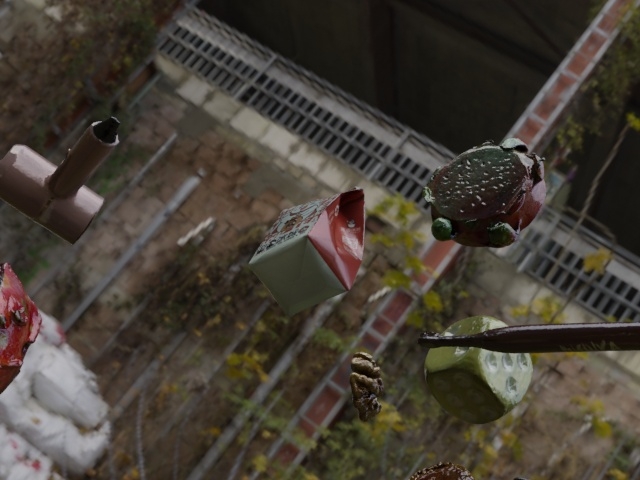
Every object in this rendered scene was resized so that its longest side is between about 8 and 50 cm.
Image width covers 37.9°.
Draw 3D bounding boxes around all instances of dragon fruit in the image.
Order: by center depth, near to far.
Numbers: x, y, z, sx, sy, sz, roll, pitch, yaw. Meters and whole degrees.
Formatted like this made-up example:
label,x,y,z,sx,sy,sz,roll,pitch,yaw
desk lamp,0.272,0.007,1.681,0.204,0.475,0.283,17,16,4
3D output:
label,x,y,z,sx,sy,sz,roll,pitch,yaw
dragon fruit,-0.466,0.127,1.360,0.126,0.161,0.274,36,0,-25
dragon fruit,0.351,-0.093,2.004,0.268,0.295,0.130,43,-10,38

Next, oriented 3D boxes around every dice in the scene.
label,x,y,z,sx,sy,sz,roll,pitch,yaw
dice,0.336,0.275,1.995,0.169,0.169,0.166,49,-41,-15

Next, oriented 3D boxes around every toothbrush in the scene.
label,x,y,z,sx,sy,sz,roll,pitch,yaw
toothbrush,0.273,0.132,1.241,0.364,0.041,0.041,-9,-47,46

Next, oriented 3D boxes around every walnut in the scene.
label,x,y,z,sx,sy,sz,roll,pitch,yaw
walnut,0.109,0.334,2.143,0.069,0.143,0.170,-3,-37,14

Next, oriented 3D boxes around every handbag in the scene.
label,x,y,z,sx,sy,sz,roll,pitch,yaw
handbag,0.000,0.000,1.866,0.171,0.298,0.151,-26,-71,31

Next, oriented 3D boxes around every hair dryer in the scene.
label,x,y,z,sx,sy,sz,roll,pitch,yaw
hair dryer,-0.425,-0.134,1.581,0.189,0.106,0.344,37,-41,-16

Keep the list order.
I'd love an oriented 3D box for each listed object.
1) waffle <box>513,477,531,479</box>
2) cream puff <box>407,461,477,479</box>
label,x,y,z,sx,sy,sz,roll,pitch,yaw
waffle,0.282,0.319,0.930,0.312,0.060,0.307,16,-27,21
cream puff,0.254,0.554,1.837,0.183,0.183,0.169,5,-53,62
